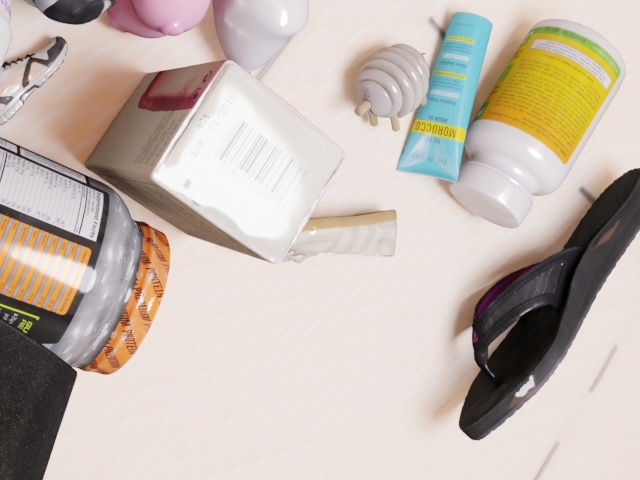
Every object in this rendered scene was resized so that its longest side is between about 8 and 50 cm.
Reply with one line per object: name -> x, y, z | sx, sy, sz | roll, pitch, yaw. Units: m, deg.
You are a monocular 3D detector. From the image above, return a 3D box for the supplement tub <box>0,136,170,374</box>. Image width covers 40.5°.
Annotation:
supplement tub -> -0.308, 0.002, 0.774 | 0.316, 0.193, 0.194 | 26, 85, -29

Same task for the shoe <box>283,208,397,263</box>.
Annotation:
shoe -> 0.000, 0.000, 1.008 | 0.219, 0.076, 0.058 | -6, 95, -30

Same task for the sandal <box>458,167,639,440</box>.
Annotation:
sandal -> 0.289, 0.065, 1.151 | 0.107, 0.167, 0.446 | 39, 70, -2

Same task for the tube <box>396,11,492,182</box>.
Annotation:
tube -> 0.160, -0.177, 1.078 | 0.052, 0.080, 0.207 | 21, 84, -59

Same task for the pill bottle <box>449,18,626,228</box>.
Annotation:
pill bottle -> 0.268, -0.143, 1.097 | 0.136, 0.136, 0.246 | 38, 79, -27

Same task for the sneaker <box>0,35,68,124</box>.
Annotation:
sneaker -> -0.292, -0.163, 0.846 | 0.044, 0.040, 0.109 | 46, 75, -24

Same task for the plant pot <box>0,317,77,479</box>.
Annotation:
plant pot -> -0.325, 0.137, 0.651 | 0.188, 0.187, 0.167 | -23, 121, 14

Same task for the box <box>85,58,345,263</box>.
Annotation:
box -> -0.110, -0.079, 0.846 | 0.148, 0.232, 0.127 | 36, 80, -28

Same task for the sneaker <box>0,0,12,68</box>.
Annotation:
sneaker -> -0.376, -0.201, 0.635 | 0.305, 0.114, 0.152 | 27, 55, -28

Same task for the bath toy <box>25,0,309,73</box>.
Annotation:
bath toy -> -0.179, -0.239, 0.849 | 0.348, 0.151, 0.129 | 4, 132, -32

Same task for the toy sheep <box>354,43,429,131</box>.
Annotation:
toy sheep -> 0.083, -0.182, 1.022 | 0.132, 0.091, 0.091 | -49, 118, -34
